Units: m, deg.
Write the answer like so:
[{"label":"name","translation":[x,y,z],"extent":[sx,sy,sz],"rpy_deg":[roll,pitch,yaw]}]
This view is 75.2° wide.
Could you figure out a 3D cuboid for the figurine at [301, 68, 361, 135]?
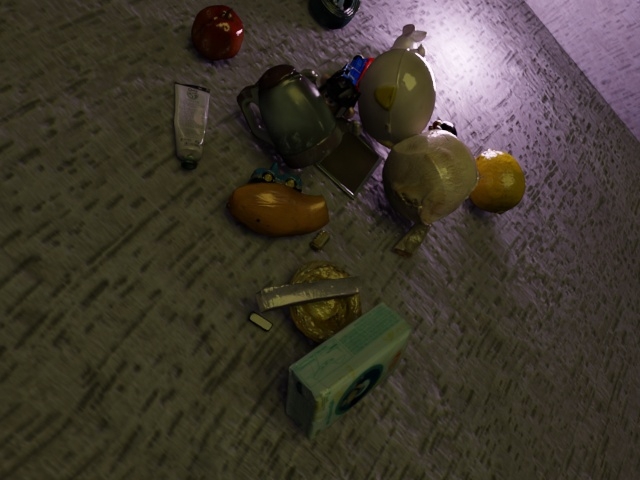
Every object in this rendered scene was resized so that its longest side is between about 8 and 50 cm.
[{"label":"figurine","translation":[0.035,-0.509,1.549],"extent":[0.308,0.308,0.143],"rpy_deg":[31,58,-16]}]

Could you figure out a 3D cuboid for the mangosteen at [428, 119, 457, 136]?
[{"label":"mangosteen","translation":[0.544,-0.480,1.887],"extent":[0.151,0.137,0.137],"rpy_deg":[18,67,-29]}]

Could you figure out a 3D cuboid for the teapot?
[{"label":"teapot","translation":[-0.125,-0.432,1.430],"extent":[0.312,0.315,0.233],"rpy_deg":[59,40,-33]}]

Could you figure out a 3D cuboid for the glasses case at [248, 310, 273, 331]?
[{"label":"glasses case","translation":[-0.195,0.262,1.341],"extent":[0.083,0.023,0.033],"rpy_deg":[36,67,-12]}]

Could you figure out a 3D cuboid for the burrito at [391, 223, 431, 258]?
[{"label":"burrito","translation":[0.383,-0.011,1.699],"extent":[0.087,0.060,0.226],"rpy_deg":[44,61,-3]}]

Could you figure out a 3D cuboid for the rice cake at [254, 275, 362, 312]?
[{"label":"rice cake","translation":[-0.031,0.164,1.311],"extent":[0.365,0.056,0.072],"rpy_deg":[-7,70,-26]}]

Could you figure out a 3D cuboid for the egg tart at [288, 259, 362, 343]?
[{"label":"egg tart","translation":[0.006,0.208,1.407],"extent":[0.288,0.118,0.288],"rpy_deg":[7,73,-24]}]

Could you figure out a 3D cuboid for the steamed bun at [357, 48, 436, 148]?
[{"label":"steamed bun","translation":[0.301,-0.558,1.649],"extent":[0.334,0.374,0.334],"rpy_deg":[-6,55,8]}]

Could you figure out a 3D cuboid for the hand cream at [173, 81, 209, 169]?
[{"label":"hand cream","translation":[-0.437,-0.394,1.402],"extent":[0.121,0.076,0.336],"rpy_deg":[8,65,-30]}]

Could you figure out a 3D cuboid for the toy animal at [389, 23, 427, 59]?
[{"label":"toy animal","translation":[0.412,-0.870,1.911],"extent":[0.127,0.178,0.193],"rpy_deg":[1,76,-29]}]

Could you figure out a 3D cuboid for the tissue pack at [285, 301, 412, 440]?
[{"label":"tissue pack","translation":[0.083,0.399,1.283],"extent":[0.388,0.287,0.162],"rpy_deg":[-27,54,-31]}]

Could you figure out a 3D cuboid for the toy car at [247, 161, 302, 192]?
[{"label":"toy car","translation":[-0.156,-0.210,1.464],"extent":[0.191,0.097,0.100],"rpy_deg":[12,63,-24]}]

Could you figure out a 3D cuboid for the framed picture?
[{"label":"framed picture","translation":[0.121,-0.323,1.687],"extent":[0.217,0.017,0.274],"rpy_deg":[43,60,-10]}]

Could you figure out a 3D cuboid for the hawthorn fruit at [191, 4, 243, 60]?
[{"label":"hawthorn fruit","translation":[-0.354,-0.741,1.464],"extent":[0.179,0.200,0.179],"rpy_deg":[10,71,-31]}]

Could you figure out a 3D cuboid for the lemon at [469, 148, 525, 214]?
[{"label":"lemon","translation":[0.790,-0.270,1.885],"extent":[0.245,0.245,0.320],"rpy_deg":[2,72,-27]}]

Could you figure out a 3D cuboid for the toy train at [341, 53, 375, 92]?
[{"label":"toy train","translation":[0.151,-0.715,1.785],"extent":[0.131,0.083,0.204],"rpy_deg":[32,62,-13]}]

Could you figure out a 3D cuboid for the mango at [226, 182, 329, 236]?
[{"label":"mango","translation":[-0.134,-0.097,1.397],"extent":[0.359,0.187,0.144],"rpy_deg":[13,24,-24]}]

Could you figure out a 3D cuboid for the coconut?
[{"label":"coconut","translation":[0.405,-0.236,1.617],"extent":[0.360,0.346,0.346],"rpy_deg":[-25,87,-25]}]

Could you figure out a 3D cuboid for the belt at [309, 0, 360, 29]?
[{"label":"belt","translation":[0.066,-1.058,1.827],"extent":[0.206,0.116,0.267],"rpy_deg":[31,66,-19]}]

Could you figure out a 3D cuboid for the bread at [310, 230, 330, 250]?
[{"label":"bread","translation":[0.000,0.000,1.516],"extent":[0.049,0.033,0.088],"rpy_deg":[34,57,2]}]
